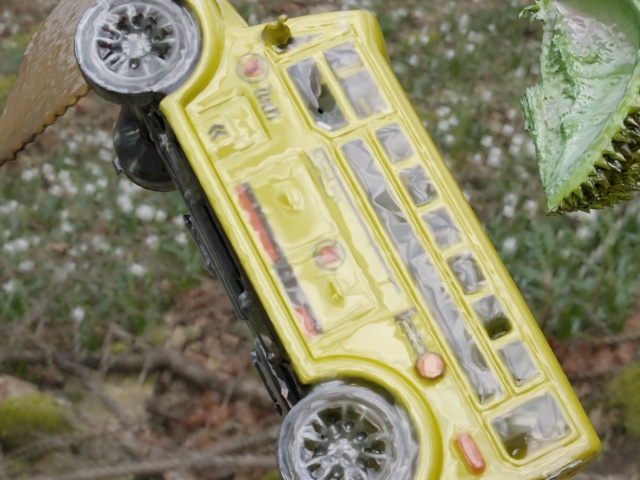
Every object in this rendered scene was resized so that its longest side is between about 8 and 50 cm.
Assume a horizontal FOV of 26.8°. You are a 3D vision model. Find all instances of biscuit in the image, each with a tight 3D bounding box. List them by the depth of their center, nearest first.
[{"bbox_3d":[-0.177,-0.177,1.064,0.237,0.232,0.013,-32,-56,32],"label":"biscuit"}]

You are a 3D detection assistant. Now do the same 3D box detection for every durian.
[{"bbox_3d":[0.171,-0.108,0.817,0.100,0.215,0.086,-2,-33,10],"label":"durian"}]

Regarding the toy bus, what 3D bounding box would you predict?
[{"bbox_3d":[0.000,0.000,0.678,0.330,0.152,0.144,62,-8,16],"label":"toy bus"}]
